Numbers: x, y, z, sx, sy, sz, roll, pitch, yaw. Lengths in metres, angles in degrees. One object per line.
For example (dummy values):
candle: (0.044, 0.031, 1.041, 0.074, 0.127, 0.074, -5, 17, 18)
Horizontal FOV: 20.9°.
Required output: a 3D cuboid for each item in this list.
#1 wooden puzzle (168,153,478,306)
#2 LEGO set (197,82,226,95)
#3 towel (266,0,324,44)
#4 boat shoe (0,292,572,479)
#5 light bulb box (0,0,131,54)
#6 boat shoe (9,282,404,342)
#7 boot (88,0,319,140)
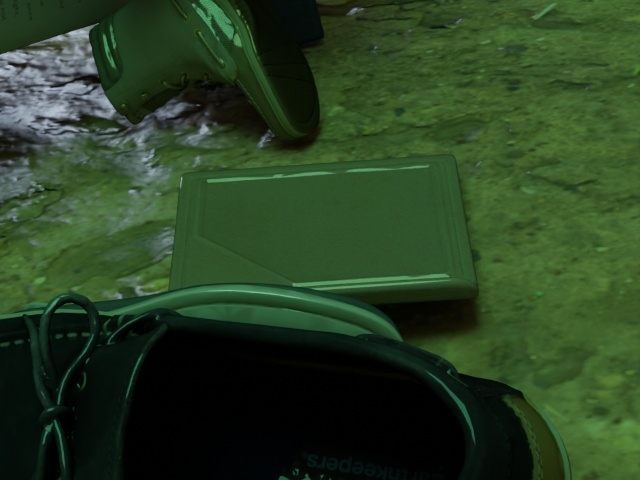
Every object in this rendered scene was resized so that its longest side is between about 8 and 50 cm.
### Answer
wooden puzzle: (0.000, 0.000, 1.307, 0.221, 0.044, 0.239, -4, 26, 1)
LEGO set: (-0.101, -0.150, 1.622, 0.054, 0.023, 0.083, -24, 20, -22)
towel: (-0.060, -0.210, 1.655, 0.119, 0.067, 0.029, -12, 33, 2)
boat shoe: (-0.110, 0.121, 1.006, 0.500, 0.156, 0.187, 2, 72, 19)
light bulb box: (-0.422, -0.275, 1.576, 0.358, 0.225, 0.361, 4, 21, 33)
boat shoe: (-0.091, 0.072, 1.165, 0.319, 0.116, 0.099, -7, 21, 17)
boot: (-0.107, -0.147, 1.543, 0.165, 0.213, 0.077, -38, -14, 27)
